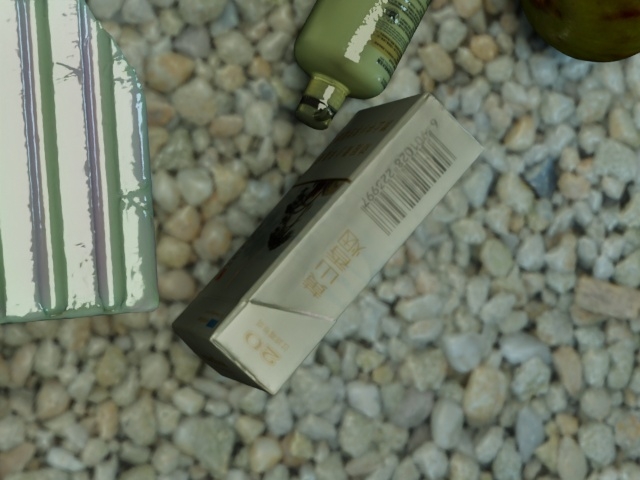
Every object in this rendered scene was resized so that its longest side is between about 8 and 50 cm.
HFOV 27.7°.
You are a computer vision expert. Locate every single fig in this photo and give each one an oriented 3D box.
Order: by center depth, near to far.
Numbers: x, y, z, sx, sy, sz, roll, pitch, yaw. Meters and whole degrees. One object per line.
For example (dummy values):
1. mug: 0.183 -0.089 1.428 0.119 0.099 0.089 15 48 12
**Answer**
1. fig: 0.247 -0.218 1.025 0.186 0.142 0.148 -20 123 -3

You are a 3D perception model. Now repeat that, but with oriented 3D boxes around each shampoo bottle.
1. shampoo bottle: 0.028 -0.158 0.992 0.079 0.079 0.162 29 83 -15

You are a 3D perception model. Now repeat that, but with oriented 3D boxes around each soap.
1. soap: -0.199 -0.060 0.920 0.145 0.091 0.231 -4 91 -20

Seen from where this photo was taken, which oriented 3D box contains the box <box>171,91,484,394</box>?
1. box: -0.001 0.001 0.949 0.067 0.149 0.233 43 79 -10
